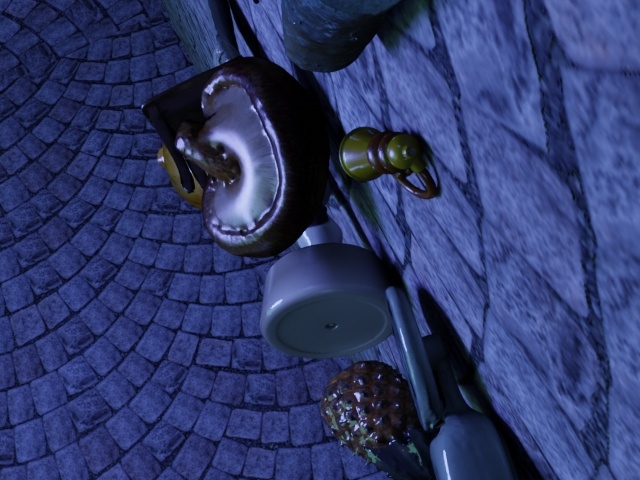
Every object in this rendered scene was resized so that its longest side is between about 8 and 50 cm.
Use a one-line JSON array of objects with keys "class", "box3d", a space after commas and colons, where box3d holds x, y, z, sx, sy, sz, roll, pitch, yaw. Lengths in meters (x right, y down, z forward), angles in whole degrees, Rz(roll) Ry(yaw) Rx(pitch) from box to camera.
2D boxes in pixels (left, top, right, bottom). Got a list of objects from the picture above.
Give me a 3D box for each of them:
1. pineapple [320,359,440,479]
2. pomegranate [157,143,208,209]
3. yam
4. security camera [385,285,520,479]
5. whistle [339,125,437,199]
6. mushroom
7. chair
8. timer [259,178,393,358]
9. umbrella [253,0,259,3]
[{"class": "pineapple", "box3d": [0.141, 0.328, 1.203, 0.364, 0.165, 0.166, 45, 163, 47]}, {"class": "pomegranate", "box3d": [-0.163, -0.156, 1.383, 0.233, 0.233, 0.233, 63, 175, 10]}, {"class": "yam", "box3d": [0.009, -0.146, 0.478, 0.068, 0.068, 0.169, 64, 174, -4]}, {"class": "security camera", "box3d": [0.135, 0.181, 0.819, 0.157, 0.080, 0.302, 70, -177, -66]}, {"class": "whistle", "box3d": [0.053, -0.057, 0.623, 0.109, 0.046, 0.057, -149, 47, -70]}, {"class": "mushroom", "box3d": [-0.062, -0.094, 0.939, 0.194, 0.138, 0.232, 20, 112, 29]}, {"class": "chair", "box3d": [-0.162, -0.211, 1.190, 0.319, 0.186, 0.160, 62, -176, 23]}, {"class": "timer", "box3d": [0.000, 0.000, 1.060, 0.175, 0.175, 0.266, 71, -170, -54]}, {"class": "umbrella", "box3d": [-0.121, -0.379, 0.881, 0.044, 0.044, 0.269, 20, 153, 44]}]
